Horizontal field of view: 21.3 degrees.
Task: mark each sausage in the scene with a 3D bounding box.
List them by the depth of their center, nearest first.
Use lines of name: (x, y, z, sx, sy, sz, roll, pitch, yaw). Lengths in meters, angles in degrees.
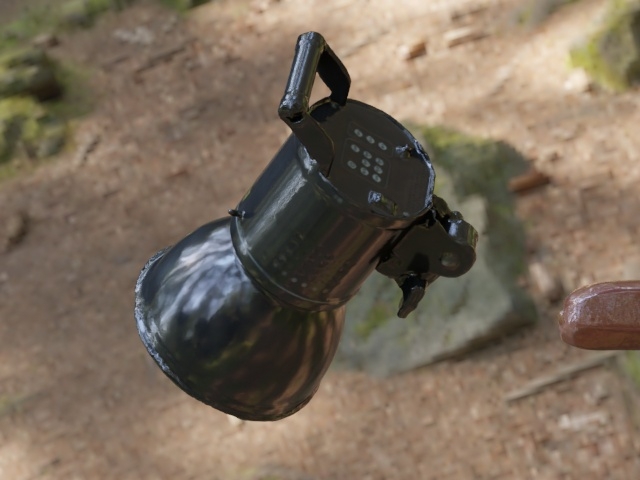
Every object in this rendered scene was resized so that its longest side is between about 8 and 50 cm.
sausage: (0.179, 0.034, 0.758, 0.147, 0.035, 0.030, 0, -6, -5)

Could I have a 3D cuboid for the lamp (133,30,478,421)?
lamp: (0.000, 0.000, 1.093, 0.227, 0.172, 0.147, -49, 18, 39)
